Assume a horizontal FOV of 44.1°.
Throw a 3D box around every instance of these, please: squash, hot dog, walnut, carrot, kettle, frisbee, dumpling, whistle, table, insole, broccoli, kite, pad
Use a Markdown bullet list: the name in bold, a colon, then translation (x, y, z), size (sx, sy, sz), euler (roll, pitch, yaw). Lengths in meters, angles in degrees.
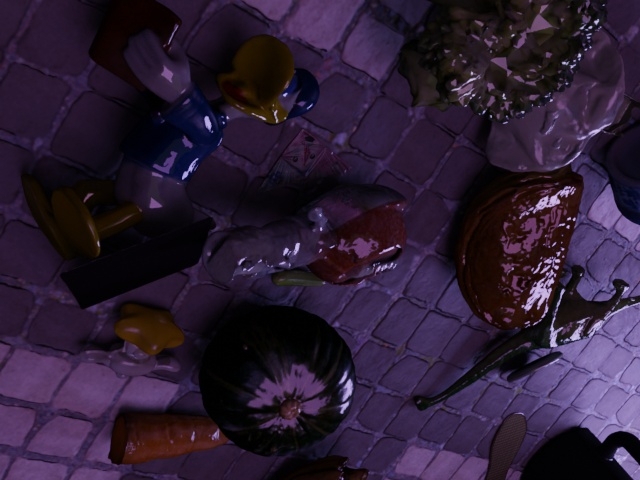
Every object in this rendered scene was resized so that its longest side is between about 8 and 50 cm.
- **squash**: translation (-0.059, 0.191, 1.088), size (0.218, 0.172, 0.218), euler (-10, 124, -15)
- **hot dog**: translation (0.305, -0.004, 1.199), size (0.196, 0.122, 0.272), euler (-11, 121, -25)
- **walnut**: translation (-0.023, 0.445, 1.309), size (0.245, 0.137, 0.137), euler (-35, 130, 0)
- **carrot**: translation (-0.203, 0.282, 1.146), size (0.205, 0.072, 0.072), euler (7, 116, -39)
- **kettle**: translation (0.597, 0.540, 1.589), size (0.262, 0.308, 0.203), euler (-46, 131, 6)
- **frisbee**: translation (0.384, 0.225, 1.419), size (0.110, 0.014, 0.110), euler (-26, 170, -5)
- **dumpling**: translation (0.323, -0.186, 1.073), size (0.124, 0.151, 0.229), euler (-3, 124, -59)
- **whistle**: translation (0.001, 0.001, 0.988), size (0.346, 0.142, 0.133), euler (-12, 87, -50)
- **table**: translation (0.406, -0.196, 1.150), size (0.079, 0.083, 0.062), euler (13, 112, -35)
- **insole**: translation (0.368, 0.444, 1.598), size (0.086, 0.005, 0.253), euler (-7, 123, -25)
- **broccoli**: translation (0.194, -0.309, 0.850), size (0.318, 0.277, 0.338), euler (-26, 123, 14)
- **squash**: translation (-0.031, 0.053, 1.109), size (0.089, 0.027, 0.027), euler (7, 117, -38)
- **kite**: translation (-0.018, -0.078, 1.045), size (0.137, 0.005, 0.152), euler (-15, 127, -19)
- **pad**: translation (-0.205, 0.029, 0.893), size (0.160, 0.265, 0.009), euler (-21, 83, -16)

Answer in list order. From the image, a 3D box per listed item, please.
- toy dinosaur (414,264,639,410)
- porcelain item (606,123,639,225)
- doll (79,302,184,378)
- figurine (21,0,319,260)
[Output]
- **toy dinosaur**: translation (0.402, 0.187, 1.398), size (0.447, 0.087, 0.300), euler (4, 117, -23)
- **porcelain item**: translation (0.532, -0.102, 1.241), size (0.147, 0.147, 0.114), euler (-37, 131, -3)
- **doll**: translation (-0.232, 0.145, 1.038), size (0.113, 0.071, 0.135), euler (-38, 136, 8)
- **figurine**: translation (-0.152, -0.147, 0.857), size (0.338, 0.204, 0.283), euler (-24, 122, -29)
